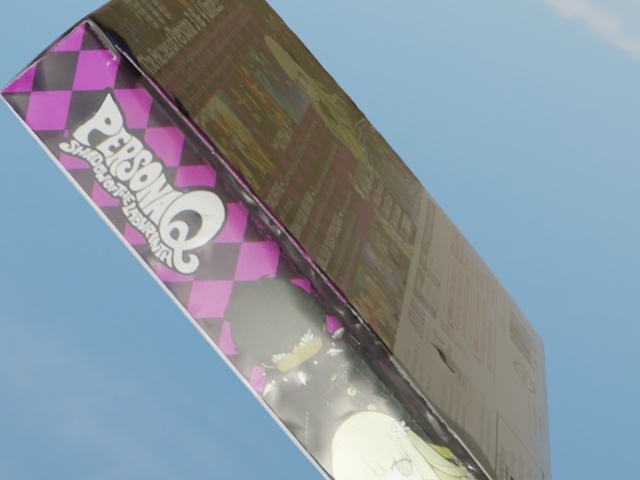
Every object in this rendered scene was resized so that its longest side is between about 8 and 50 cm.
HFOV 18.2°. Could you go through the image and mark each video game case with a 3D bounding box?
[{"bbox_3d":[0.000,0.000,0.669,0.210,0.042,0.232,50,-167,-8],"label":"video game case"}]
